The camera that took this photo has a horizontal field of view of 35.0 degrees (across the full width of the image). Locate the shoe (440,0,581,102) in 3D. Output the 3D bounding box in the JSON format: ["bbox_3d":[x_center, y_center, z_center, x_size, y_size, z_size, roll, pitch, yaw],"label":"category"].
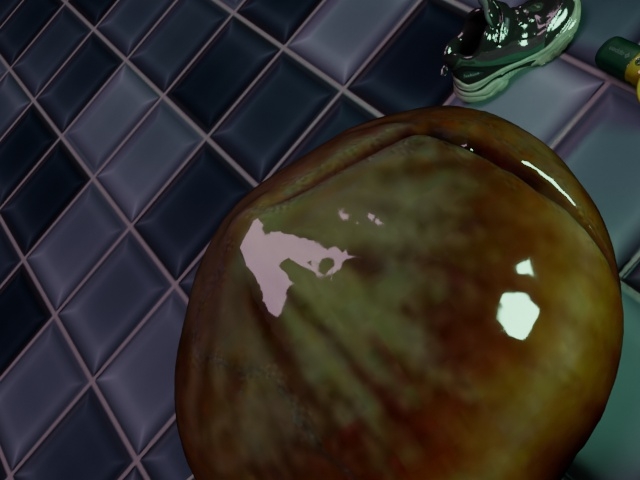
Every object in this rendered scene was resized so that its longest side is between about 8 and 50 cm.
[{"bbox_3d":[0.198,-0.231,1.108,0.169,0.099,0.071,-36,42,15],"label":"shoe"}]

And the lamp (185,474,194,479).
[{"bbox_3d":[-0.148,0.256,1.110,0.198,0.056,0.050,-43,45,14],"label":"lamp"}]

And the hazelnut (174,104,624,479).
[{"bbox_3d":[0.066,0.084,0.848,0.359,0.359,0.409,30,93,48],"label":"hazelnut"}]

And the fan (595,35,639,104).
[{"bbox_3d":[0.329,-0.161,0.990,0.082,0.039,0.155,-48,41,5],"label":"fan"}]
